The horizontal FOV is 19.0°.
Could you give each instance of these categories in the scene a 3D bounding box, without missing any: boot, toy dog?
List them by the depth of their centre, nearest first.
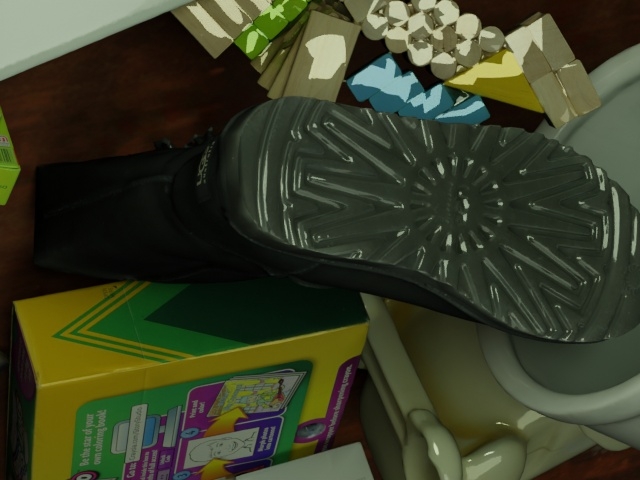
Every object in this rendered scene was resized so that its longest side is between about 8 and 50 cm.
[{"bbox_3d":[-0.002,-0.001,1.544,0.367,0.146,0.445,20,165,-24],"label":"boot"},{"bbox_3d":[0.251,0.129,1.922,0.407,0.285,0.395,-19,142,-9],"label":"toy dog"}]

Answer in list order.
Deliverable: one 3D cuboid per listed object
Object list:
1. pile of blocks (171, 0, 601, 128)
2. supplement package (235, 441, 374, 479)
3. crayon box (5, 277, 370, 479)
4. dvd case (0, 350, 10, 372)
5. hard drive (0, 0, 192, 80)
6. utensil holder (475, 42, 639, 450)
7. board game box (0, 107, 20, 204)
[{"bbox_3d":[0.040,-0.157,1.519,0.362,0.112,0.149,22,97,-3],"label":"pile of blocks"},{"bbox_3d":[-0.007,0.326,1.959,0.133,0.139,0.244,-15,155,-10],"label":"supplement package"},{"bbox_3d":[-0.140,0.162,1.860,0.313,0.106,0.363,-9,148,-17],"label":"crayon box"},{"bbox_3d":[-0.416,0.110,1.758,0.164,0.018,0.221,-33,142,13],"label":"dvd case"},{"bbox_3d":[-0.247,-0.218,1.391,0.307,0.040,0.203,-23,117,-1],"label":"hard drive"},{"bbox_3d":[0.379,0.057,1.608,0.385,0.328,0.327,27,121,-29],"label":"utensil holder"},{"bbox_3d":[-0.338,-0.081,1.518,0.181,0.092,0.043,5,133,-31],"label":"board game box"}]
